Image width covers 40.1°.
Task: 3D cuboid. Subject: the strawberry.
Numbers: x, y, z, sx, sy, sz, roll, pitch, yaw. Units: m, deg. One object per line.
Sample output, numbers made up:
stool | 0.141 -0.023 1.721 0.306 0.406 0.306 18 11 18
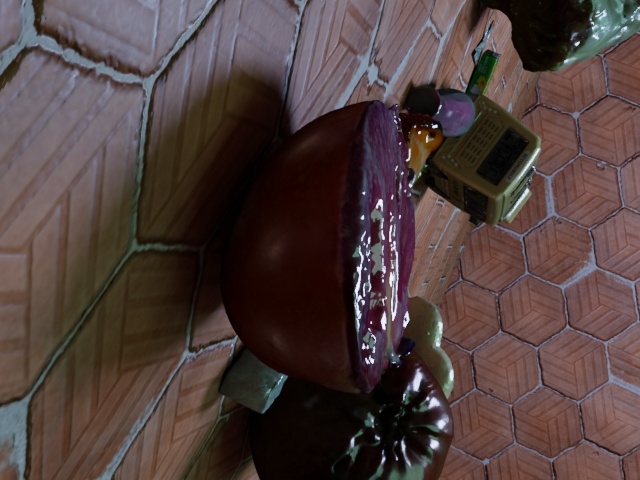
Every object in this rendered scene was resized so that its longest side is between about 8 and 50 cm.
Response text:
strawberry | 0.120 -0.135 1.308 0.140 0.085 0.192 -63 163 22

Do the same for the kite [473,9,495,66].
kite | 0.340 -0.421 1.816 0.156 0.011 0.139 98 18 -53

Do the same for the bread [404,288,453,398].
bread | 0.107 0.214 1.498 0.054 0.316 0.316 0 119 -39

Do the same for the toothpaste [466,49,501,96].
toothpaste | 0.341 -0.326 1.907 0.043 0.037 0.178 -48 160 -60

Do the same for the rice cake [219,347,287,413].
rice cake | -0.053 0.138 1.155 0.206 0.069 0.063 -52 161 -40

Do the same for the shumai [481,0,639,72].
shumai | 0.469 -0.477 1.648 0.323 0.324 0.397 -43 178 -20

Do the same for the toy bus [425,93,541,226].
toy bus | 0.332 -0.147 1.781 0.177 0.202 0.365 -54 168 0

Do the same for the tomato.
tomato | -0.002 -0.001 0.912 0.335 0.176 0.289 -26 119 -71

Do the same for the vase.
vase | 0.199 -0.223 1.480 0.214 0.086 0.086 -8 122 -69

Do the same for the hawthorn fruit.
hawthorn fruit | 0.030 0.288 1.318 0.308 0.325 0.308 12 73 -44
